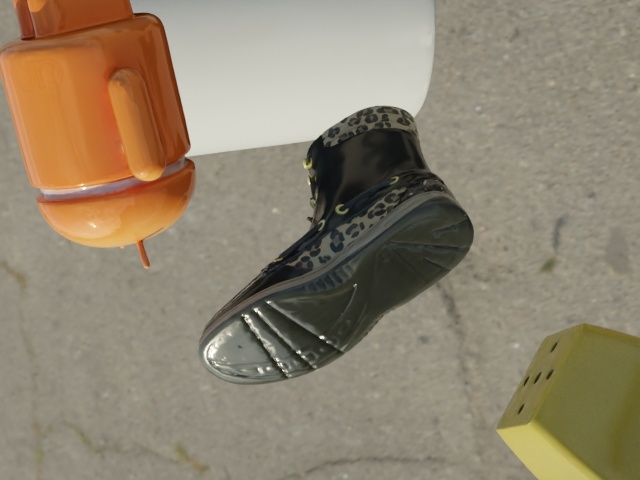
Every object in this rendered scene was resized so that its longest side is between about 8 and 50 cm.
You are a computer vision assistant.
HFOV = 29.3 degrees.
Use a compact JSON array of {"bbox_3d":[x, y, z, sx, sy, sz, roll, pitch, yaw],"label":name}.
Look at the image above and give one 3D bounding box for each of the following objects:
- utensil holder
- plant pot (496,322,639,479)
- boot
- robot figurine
[{"bbox_3d":[-0.105,-0.257,1.335,0.327,0.385,0.328,171,90,-77],"label":"utensil holder"},{"bbox_3d":[0.342,0.216,1.495,0.187,0.212,0.212,32,165,-2],"label":"plant pot"},{"bbox_3d":[0.002,0.001,0.983,0.085,0.236,0.178,48,-163,-32],"label":"boot"},{"bbox_3d":[-0.165,-0.090,0.920,0.158,0.128,0.219,-4,106,26],"label":"robot figurine"}]
